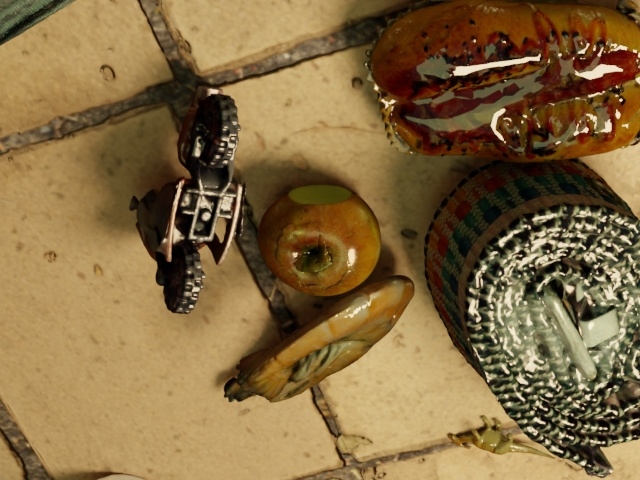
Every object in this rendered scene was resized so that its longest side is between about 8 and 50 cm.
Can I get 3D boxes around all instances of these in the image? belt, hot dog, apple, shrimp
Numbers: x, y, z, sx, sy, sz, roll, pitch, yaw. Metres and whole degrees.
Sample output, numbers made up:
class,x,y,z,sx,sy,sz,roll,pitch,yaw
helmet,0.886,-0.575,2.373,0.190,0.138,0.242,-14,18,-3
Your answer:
class,x,y,z,sx,sy,sz,roll,pitch,yaw
belt,0.222,0.058,1.521,0.207,0.160,0.295,-35,121,2
hot dog,0.173,-0.136,1.428,0.271,0.081,0.162,-2,126,1
apple,0.000,0.000,1.516,0.114,0.102,0.099,0,111,10
shrimp,-0.014,0.110,1.570,0.254,0.145,0.059,-32,83,22

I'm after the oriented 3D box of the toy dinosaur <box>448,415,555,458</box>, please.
class,x,y,z,sx,sy,sz,roll,pitch,yaw
toy dinosaur,0.190,0.208,1.698,0.113,0.026,0.041,5,132,8

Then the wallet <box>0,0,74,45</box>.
class,x,y,z,sx,sy,sz,roll,pitch,yaw
wallet,-0.284,-0.341,1.298,0.237,0.075,0.342,-30,117,13

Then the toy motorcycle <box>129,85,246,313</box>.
class,x,y,z,sx,sy,sz,roll,pitch,yaw
toy motorcycle,-0.120,-0.043,1.489,0.084,0.118,0.212,6,114,-23

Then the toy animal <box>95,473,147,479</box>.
class,x,y,z,sx,sy,sz,roll,pitch,yaw
toy animal,-0.243,0.368,1.760,0.104,0.130,0.220,10,128,-23
